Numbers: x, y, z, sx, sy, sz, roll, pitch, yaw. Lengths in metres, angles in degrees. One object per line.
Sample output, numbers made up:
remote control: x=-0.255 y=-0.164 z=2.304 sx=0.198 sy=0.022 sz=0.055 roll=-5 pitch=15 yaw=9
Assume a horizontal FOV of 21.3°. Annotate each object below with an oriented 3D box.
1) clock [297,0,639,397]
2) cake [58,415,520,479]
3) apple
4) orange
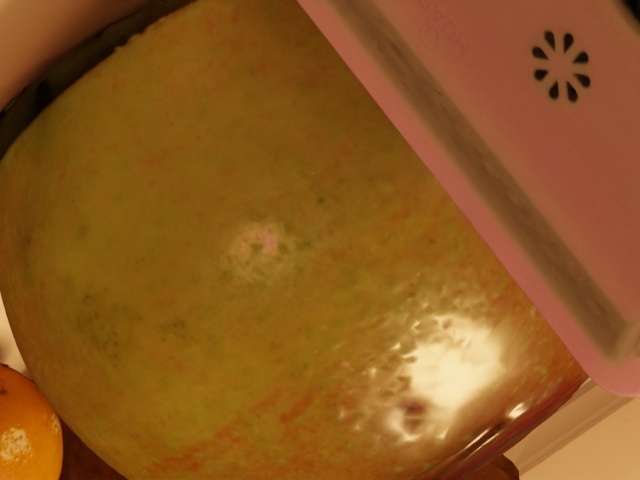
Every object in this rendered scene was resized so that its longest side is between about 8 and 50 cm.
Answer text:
clock: x=0.062 y=-0.084 z=0.379 sx=0.063 sy=0.197 sz=0.150 roll=-25 pitch=162 yaw=-38
cake: x=-0.038 y=0.203 z=0.879 sx=0.256 sy=0.282 sz=0.290 roll=-47 pitch=159 yaw=28
apple: x=0.000 y=0.000 z=0.546 sx=0.207 sy=0.174 sz=0.188 roll=29 pitch=149 yaw=-26
orange: x=-0.144 y=0.090 z=0.703 sx=0.083 sy=0.070 sz=0.083 roll=-32 pitch=169 yaw=-7
